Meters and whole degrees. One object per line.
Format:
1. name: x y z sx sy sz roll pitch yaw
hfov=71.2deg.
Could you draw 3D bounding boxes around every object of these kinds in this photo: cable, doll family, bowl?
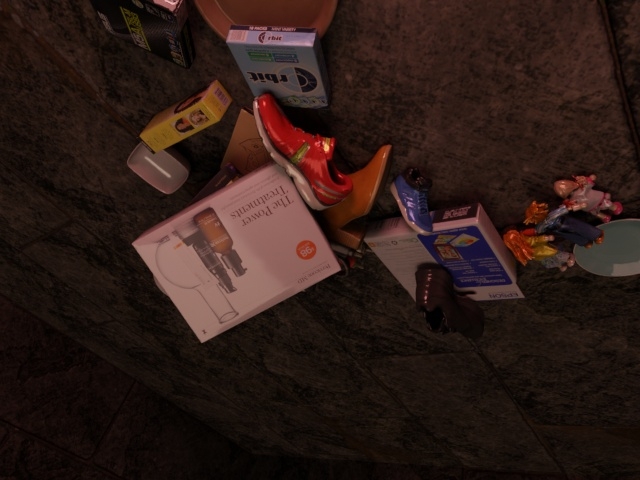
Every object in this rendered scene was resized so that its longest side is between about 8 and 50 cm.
1. cable: 0.000 0.000 1.205 0.287 0.072 0.140 24 116 6
2. doll family: 0.493 -0.018 0.952 0.163 0.119 0.263 23 140 -5
3. bowl: -0.407 -0.199 1.151 0.142 0.053 0.142 40 136 -22

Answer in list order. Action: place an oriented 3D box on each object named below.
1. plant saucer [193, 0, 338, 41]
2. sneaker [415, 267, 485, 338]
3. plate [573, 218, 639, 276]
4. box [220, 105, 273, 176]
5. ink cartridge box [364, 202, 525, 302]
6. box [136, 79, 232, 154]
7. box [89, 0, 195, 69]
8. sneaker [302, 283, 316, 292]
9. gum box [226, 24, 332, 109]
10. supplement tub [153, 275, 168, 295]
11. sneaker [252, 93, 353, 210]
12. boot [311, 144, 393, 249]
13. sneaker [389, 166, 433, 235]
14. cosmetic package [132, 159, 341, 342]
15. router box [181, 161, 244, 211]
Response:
1. plant saucer: -0.099 -0.449 0.759 0.277 0.041 0.278 11 139 10
2. sneaker: 0.321 0.191 1.137 0.286 0.130 0.109 39 143 -29
3. plate: 0.668 0.013 0.994 0.187 0.024 0.188 10 140 9
4. box: -0.141 -0.203 1.068 0.164 0.021 0.201 28 140 -10
5. ink cartridge box: 0.308 0.047 1.113 0.303 0.072 0.307 -10 138 40
6. box: -0.308 -0.274 1.004 0.232 0.088 0.058 -16 132 33
7. box: -0.331 -0.414 0.823 0.184 0.045 0.190 22 169 -7
8. sneaker: -0.038 0.073 1.295 0.106 0.078 0.234 1 135 24
9. gum box: -0.069 -0.318 0.836 0.156 0.041 0.184 8 165 12
10. supplement tub: -0.357 0.055 1.312 0.191 0.191 0.272 39 136 -22
11. sneaker: -0.027 -0.193 0.921 0.118 0.107 0.279 -24 120 27
12. boot: 0.032 -0.122 1.036 0.211 0.104 0.295 27 129 11
13. sneaker: 0.216 -0.091 0.975 0.058 0.152 0.085 -3 148 -36
14. cosmetic package: -0.183 0.024 1.028 0.376 0.097 0.285 -28 108 5
15. router box: -0.243 0.001 1.109 0.243 0.081 0.309 43 98 -14
